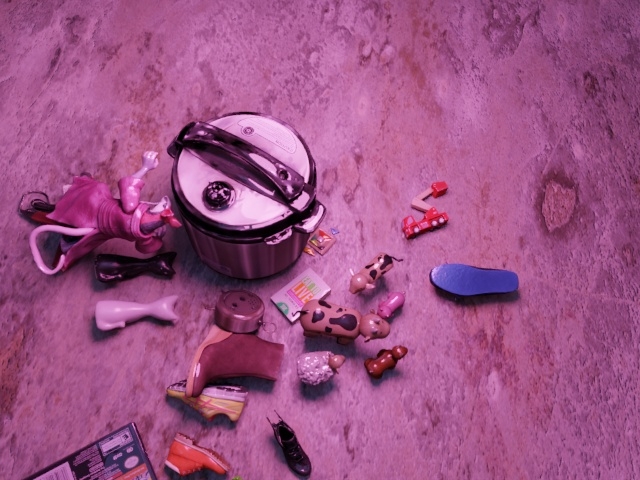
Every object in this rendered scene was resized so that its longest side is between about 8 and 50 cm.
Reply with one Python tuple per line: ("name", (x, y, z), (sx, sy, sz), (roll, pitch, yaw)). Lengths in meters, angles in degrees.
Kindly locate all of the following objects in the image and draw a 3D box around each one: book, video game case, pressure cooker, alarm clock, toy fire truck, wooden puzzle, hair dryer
("book", (-0.055, 0.154, 1.407), (0.144, 0.035, 0.096), (-38, 70, -18))
("video game case", (-0.520, 0.605, 1.160), (0.275, 0.035, 0.248), (-26, 70, -16))
("pressure cooker", (-0.188, -0.119, 1.304), (0.370, 0.420, 0.375), (-10, 66, -8))
("alarm clock", (-0.197, 0.192, 1.323), (0.192, 0.064, 0.129), (28, 30, 16))
("toy fire truck", (0.324, -0.095, 1.539), (0.192, 0.047, 0.135), (-20, 68, -12))
("wooden puzzle", (0.000, 0.000, 1.488), (0.079, 0.014, 0.116), (32, 67, 9))
("hair dryer", (-0.733, -0.043, 1.430), (0.224, 0.080, 0.293), (-21, 62, 2))

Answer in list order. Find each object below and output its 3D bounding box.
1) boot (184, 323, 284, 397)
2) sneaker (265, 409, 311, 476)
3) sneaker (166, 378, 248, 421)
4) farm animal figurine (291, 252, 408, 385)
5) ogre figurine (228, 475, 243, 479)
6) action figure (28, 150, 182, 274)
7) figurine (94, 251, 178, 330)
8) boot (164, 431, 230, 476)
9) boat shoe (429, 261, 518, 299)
("boot", (-0.206, 0.312, 1.244), (0.207, 0.090, 0.248), (18, 33, 0))
("sneaker", (-0.077, 0.495, 1.216), (0.051, 0.089, 0.170), (-30, 71, -17))
("sneaker", (-0.289, 0.404, 1.249), (0.209, 0.081, 0.094), (6, 91, 11))
("farm animal figurine", (0.091, 0.194, 1.298), (0.327, 0.172, 0.330), (-3, 72, -10))
("ogre figurine", (-0.234, 0.646, 1.133), (0.118, 0.097, 0.196), (6, 76, -14))
("action figure", (-0.516, -0.063, 1.242), (0.370, 0.248, 0.275), (3, 29, 28))
("figurine", (-0.491, 0.132, 1.352), (0.210, 0.092, 0.214), (-6, 67, -12))
("boot", (-0.296, 0.536, 1.201), (0.158, 0.059, 0.084), (21, 69, 14))
("boat shoe", (0.431, 0.125, 1.431), (0.259, 0.089, 0.108), (11, 78, -5))
